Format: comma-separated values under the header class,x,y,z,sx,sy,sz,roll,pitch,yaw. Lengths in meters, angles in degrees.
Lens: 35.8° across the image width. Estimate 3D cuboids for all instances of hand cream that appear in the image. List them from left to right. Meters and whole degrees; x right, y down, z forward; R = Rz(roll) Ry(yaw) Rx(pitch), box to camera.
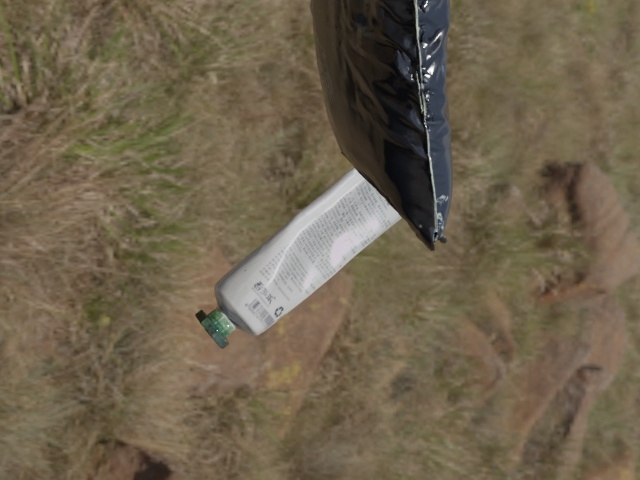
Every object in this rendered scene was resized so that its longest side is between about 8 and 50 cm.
class,x,y,z,sx,sy,sz,roll,pitch,yaw
hand cream,0.000,0.000,1.153,0.336,0.076,0.121,-40,136,-7

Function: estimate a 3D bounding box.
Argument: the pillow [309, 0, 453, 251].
class,x,y,z,sx,sy,sz,roll,pitch,yaw
pillow,0.029,-0.115,0.488,0.141,0.055,0.208,-117,-160,-60
